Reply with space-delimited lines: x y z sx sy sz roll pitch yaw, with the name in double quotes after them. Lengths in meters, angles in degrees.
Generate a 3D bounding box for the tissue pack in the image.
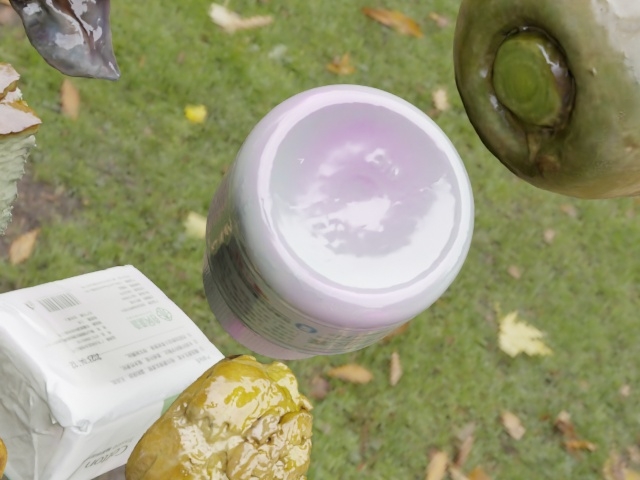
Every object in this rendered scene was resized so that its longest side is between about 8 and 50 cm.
-0.341 0.194 1.791 0.266 0.194 0.356 43 26 18 "tissue pack"

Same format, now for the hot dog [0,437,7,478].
-0.192 0.113 0.656 0.038 0.144 0.062 -8 65 -5 "hot dog"

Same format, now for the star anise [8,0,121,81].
-0.146 -0.168 0.598 0.282 0.212 0.129 -9 75 9 "star anise"

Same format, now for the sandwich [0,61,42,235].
-0.455 -0.046 1.284 0.262 0.325 0.131 -19 63 -38 "sandwich"

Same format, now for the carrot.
0.262 -0.162 0.937 0.340 0.224 0.224 -23 60 -34 "carrot"

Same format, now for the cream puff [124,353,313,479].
-0.077 0.186 1.046 0.129 0.189 0.189 44 38 9 "cream puff"

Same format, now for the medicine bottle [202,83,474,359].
0.000 0.000 1.362 0.256 0.325 0.256 5 71 -15 "medicine bottle"
